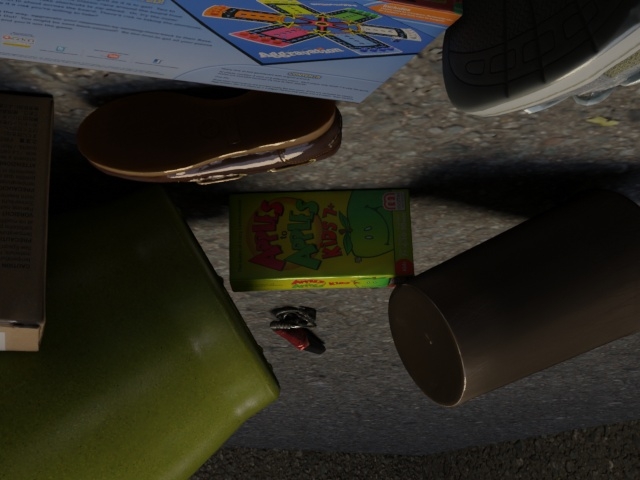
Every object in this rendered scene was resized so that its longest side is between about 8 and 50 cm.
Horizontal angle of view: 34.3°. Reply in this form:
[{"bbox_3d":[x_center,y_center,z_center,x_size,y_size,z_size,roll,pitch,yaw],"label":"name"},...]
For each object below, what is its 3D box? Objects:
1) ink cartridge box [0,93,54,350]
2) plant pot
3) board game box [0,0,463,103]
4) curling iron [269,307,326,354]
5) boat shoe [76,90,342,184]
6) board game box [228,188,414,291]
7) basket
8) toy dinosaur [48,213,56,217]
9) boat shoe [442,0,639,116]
[{"bbox_3d":[-0.327,-0.018,0.791,0.235,0.193,0.088,4,160,-15],"label":"ink cartridge box"},{"bbox_3d":[-0.241,0.131,0.970,0.353,0.366,0.366,-30,163,-6],"label":"plant pot"},{"bbox_3d":[-0.069,-0.139,0.645,0.281,0.027,0.145,4,164,-25],"label":"board game box"},{"bbox_3d":[-0.023,0.149,1.593,0.068,0.035,0.274,-4,162,8],"label":"curling iron"},{"bbox_3d":[-0.085,-0.077,0.827,0.207,0.073,0.073,-3,160,5],"label":"boat shoe"},{"bbox_3d":[0.000,0.000,1.043,0.182,0.092,0.043,-2,162,-1],"label":"board game box"},{"bbox_3d":[0.195,0.062,1.026,0.227,0.154,0.204,-21,164,-24],"label":"basket"},{"bbox_3d":[-0.291,-0.008,1.075,0.212,0.064,0.112,12,135,-36],"label":"toy dinosaur"},{"bbox_3d":[0.199,-0.150,0.572,0.103,0.118,0.320,17,147,-36],"label":"boat shoe"}]
